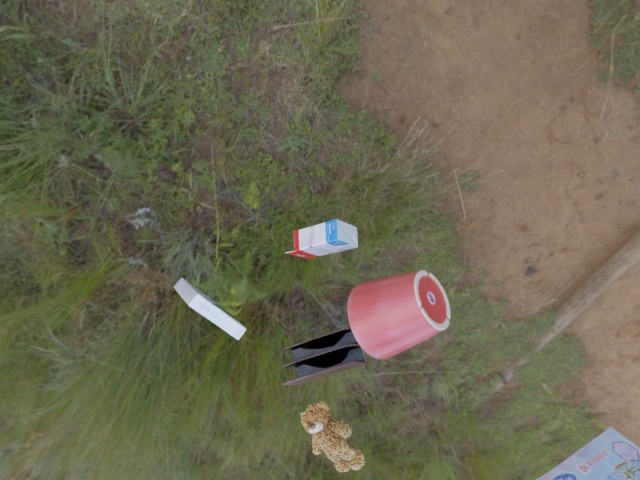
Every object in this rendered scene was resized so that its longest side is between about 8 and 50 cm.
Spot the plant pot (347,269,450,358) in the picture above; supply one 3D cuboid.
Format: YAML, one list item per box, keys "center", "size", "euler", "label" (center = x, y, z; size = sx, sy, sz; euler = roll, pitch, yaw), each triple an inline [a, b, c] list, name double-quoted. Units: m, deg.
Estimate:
- center: [0.265, 0.226, 1.350]
  size: [0.275, 0.275, 0.243]
  euler: [35, 134, -29]
  label: "plant pot"

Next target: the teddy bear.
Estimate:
- center: [0.044, 0.866, 1.793]
  size: [0.245, 0.113, 0.338]
  euler: [-12, 106, 40]
  label: "teddy bear"

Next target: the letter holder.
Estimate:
- center: [-0.003, 0.453, 1.625]
  size: [0.301, 0.152, 0.214]
  euler: [-21, 159, 15]
  label: "letter holder"

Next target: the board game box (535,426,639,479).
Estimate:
- center: [0.735, 0.635, 0.967]
  size: [0.318, 0.318, 0.066]
  euler: [-16, 118, -22]
  label: "board game box"

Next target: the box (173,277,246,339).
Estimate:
- center: [-0.429, 0.254, 1.589]
  size: [0.232, 0.058, 0.322]
  euler: [44, 167, -26]
  label: "box"

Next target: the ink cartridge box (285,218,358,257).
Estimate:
- center: [0.000, 0.000, 1.458]
  size: [0.230, 0.078, 0.134]
  euler: [-14, 161, 33]
  label: "ink cartridge box"
